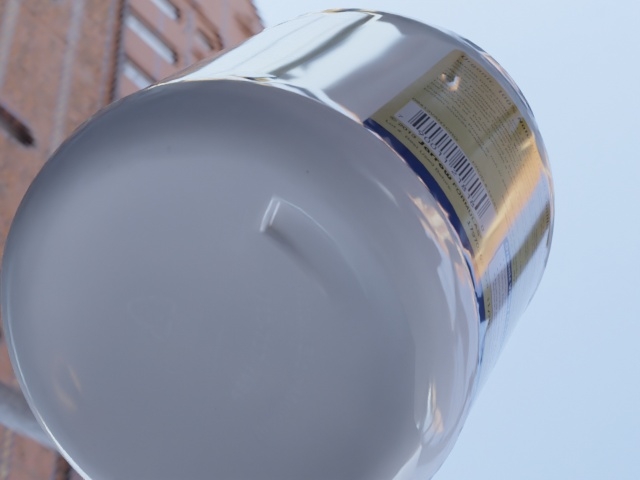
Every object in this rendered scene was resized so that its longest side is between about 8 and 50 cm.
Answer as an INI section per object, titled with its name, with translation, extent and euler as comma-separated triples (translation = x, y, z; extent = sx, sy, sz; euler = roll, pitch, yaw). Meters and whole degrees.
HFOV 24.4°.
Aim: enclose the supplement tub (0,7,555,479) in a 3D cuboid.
[supplement tub]
translation = 0.000, 0.000, 0.790
extent = 0.228, 0.228, 0.316
euler = -32, -175, 25
